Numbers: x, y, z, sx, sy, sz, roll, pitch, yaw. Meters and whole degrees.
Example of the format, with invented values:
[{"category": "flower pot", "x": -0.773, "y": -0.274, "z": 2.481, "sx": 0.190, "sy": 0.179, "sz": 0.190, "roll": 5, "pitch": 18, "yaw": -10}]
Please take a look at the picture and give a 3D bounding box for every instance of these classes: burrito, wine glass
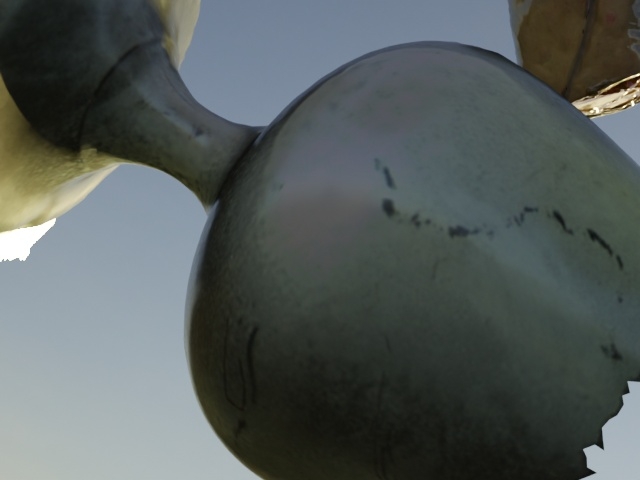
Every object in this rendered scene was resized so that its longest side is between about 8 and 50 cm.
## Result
[{"category": "burrito", "x": 0.231, "y": -0.260, "z": 0.994, "sx": 0.105, "sy": 0.299, "sz": 0.143, "roll": 1, "pitch": -9, "yaw": -40}, {"category": "wine glass", "x": 0.000, "y": 0.000, "z": 0.531, "sx": 0.323, "sy": 0.238, "sz": 0.238, "roll": 32, "pitch": -22, "yaw": 16}]
